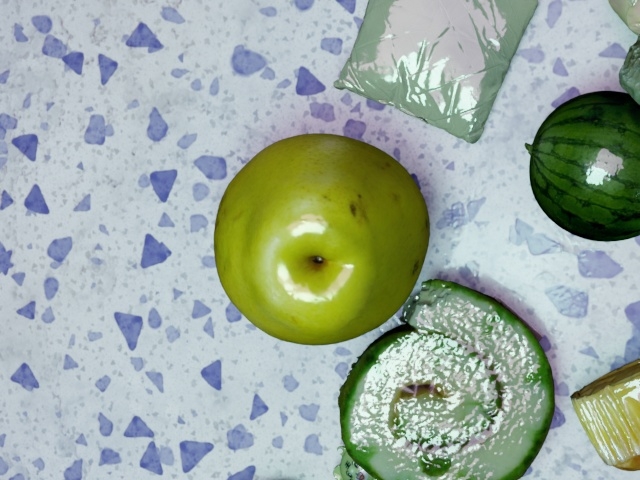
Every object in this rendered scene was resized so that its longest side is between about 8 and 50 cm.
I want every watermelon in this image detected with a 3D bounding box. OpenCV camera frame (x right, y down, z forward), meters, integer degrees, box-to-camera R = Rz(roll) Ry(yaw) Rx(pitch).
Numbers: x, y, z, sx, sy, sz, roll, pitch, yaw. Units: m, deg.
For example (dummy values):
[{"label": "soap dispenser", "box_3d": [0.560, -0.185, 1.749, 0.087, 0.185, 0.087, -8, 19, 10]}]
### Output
[{"label": "watermelon", "box_3d": [0.451, -0.117, 1.363, 0.242, 0.242, 0.242, 1, 94, 16]}]

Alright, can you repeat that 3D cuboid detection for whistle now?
[{"label": "whistle", "box_3d": [0.124, 0.448, 1.578, 0.227, 0.085, 0.105, 34, 105, 11]}]

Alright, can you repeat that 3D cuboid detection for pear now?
[{"label": "pear", "box_3d": [0.000, 0.000, 1.415, 0.362, 0.418, 0.363, 0, 101, -1]}]

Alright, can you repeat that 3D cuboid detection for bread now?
[{"label": "bread", "box_3d": [0.563, 0.258, 1.374, 0.288, 0.204, 0.156, -30, 81, 12]}, {"label": "bread", "box_3d": [0.212, 0.256, 1.481, 0.366, 0.129, 0.382, -6, 88, 8]}]

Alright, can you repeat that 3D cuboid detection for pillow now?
[{"label": "pillow", "box_3d": [0.200, -0.346, 1.506, 0.280, 0.076, 0.274, 23, 103, 8]}]

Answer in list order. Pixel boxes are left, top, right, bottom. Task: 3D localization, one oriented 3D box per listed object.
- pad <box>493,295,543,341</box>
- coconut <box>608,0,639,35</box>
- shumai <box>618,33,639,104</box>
[{"label": "pad", "box_3d": [0.299, 0.206, 1.550, 0.113, 0.006, 0.188, 41, 104, 9]}, {"label": "coconut", "box_3d": [0.536, -0.403, 1.368, 0.147, 0.153, 0.147, 1, 127, 1]}, {"label": "shumai", "box_3d": [0.588, -0.254, 1.235, 0.222, 0.225, 0.261, 35, 102, -13]}]
